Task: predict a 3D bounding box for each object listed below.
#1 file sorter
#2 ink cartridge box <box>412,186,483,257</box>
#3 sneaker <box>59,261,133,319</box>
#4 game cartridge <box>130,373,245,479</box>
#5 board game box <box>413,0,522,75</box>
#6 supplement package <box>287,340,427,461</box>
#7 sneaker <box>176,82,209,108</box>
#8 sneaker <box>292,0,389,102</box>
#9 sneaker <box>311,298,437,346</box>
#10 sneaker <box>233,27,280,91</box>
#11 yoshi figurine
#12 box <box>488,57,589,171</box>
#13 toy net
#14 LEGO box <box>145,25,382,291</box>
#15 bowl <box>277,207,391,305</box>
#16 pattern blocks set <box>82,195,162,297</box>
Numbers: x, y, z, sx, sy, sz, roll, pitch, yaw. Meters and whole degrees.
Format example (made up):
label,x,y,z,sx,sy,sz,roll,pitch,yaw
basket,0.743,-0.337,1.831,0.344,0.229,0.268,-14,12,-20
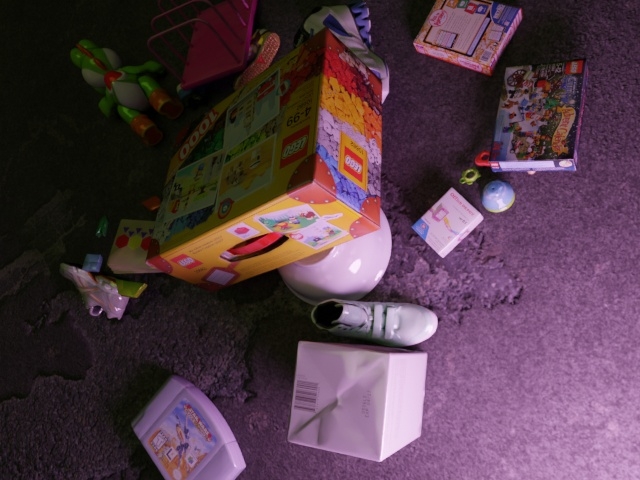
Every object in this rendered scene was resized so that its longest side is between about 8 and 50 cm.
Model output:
label,x,y,z,sx,sy,sz,roll,pitch,yaw
file sorter,-0.309,-0.585,1.413,0.202,0.182,0.291,-10,59,25
ink cartridge box,0.271,-0.039,1.154,0.122,0.052,0.088,-45,65,8
sneaker,-0.640,0.140,1.502,0.262,0.099,0.121,18,91,27
game cartridge,-0.321,0.482,1.309,0.297,0.062,0.198,43,102,25
board game box,0.331,-0.475,1.224,0.193,0.045,0.147,30,92,26
supplement package,0.084,0.291,1.033,0.175,0.293,0.178,2,80,24
sneaker,-0.325,-0.425,1.500,0.152,0.058,0.085,-30,71,13
sneaker,0.035,-0.429,1.262,0.182,0.127,0.316,-6,66,-17
sneaker,0.106,0.171,1.129,0.255,0.151,0.094,-3,76,22
sneaker,-0.186,-0.481,1.450,0.084,0.069,0.185,33,87,35
yoshi figurine,-0.565,-0.441,1.578,0.362,0.203,0.203,42,138,12
box,0.441,-0.251,1.091,0.159,0.044,0.233,3,69,34
toy net,0.411,-0.170,1.129,0.232,0.045,0.122,-43,51,7
LEGO box,-0.120,-0.143,1.145,0.500,0.193,0.373,-22,52,38
bowl,0.000,0.000,1.223,0.297,0.134,0.298,-5,77,24
pattern blocks set,-0.468,0.016,1.442,0.324,0.026,0.285,12,70,18
